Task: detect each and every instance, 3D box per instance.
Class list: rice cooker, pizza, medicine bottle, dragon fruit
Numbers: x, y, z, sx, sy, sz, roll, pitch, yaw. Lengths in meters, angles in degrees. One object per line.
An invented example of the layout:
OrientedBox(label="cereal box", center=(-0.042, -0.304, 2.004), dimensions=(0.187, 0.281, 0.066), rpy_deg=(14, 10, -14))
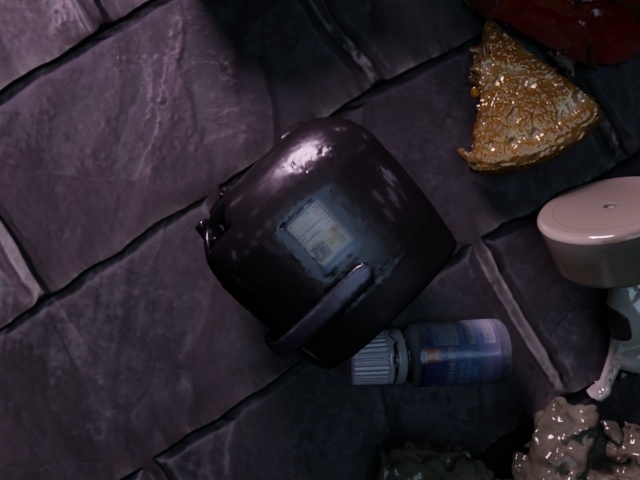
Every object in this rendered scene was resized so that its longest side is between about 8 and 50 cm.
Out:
OrientedBox(label="rice cooker", center=(0.000, 0.000, 0.769), dimensions=(0.267, 0.267, 0.224), rpy_deg=(-45, 93, -3))
OrientedBox(label="pizza", center=(0.251, -0.191, 0.882), dimensions=(0.188, 0.062, 0.199), rpy_deg=(-19, 85, 3))
OrientedBox(label="medicine bottle", center=(0.135, 0.145, 0.864), dimensions=(0.203, 0.083, 0.083), rpy_deg=(-2, 91, -3))
OrientedBox(label="dragon fruit", center=(0.390, -0.381, 0.874), dimensions=(0.282, 0.100, 0.343), rpy_deg=(31, 89, -9))

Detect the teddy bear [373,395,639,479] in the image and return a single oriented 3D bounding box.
OrientedBox(label="teddy bear", center=(0.238, 0.353, 0.841), dimensions=(0.367, 0.224, 0.357), rpy_deg=(22, 91, 10))

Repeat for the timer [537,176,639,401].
OrientedBox(label="timer", center=(0.394, 0.071, 0.870), dimensions=(0.175, 0.175, 0.266), rpy_deg=(-21, 111, -4))
